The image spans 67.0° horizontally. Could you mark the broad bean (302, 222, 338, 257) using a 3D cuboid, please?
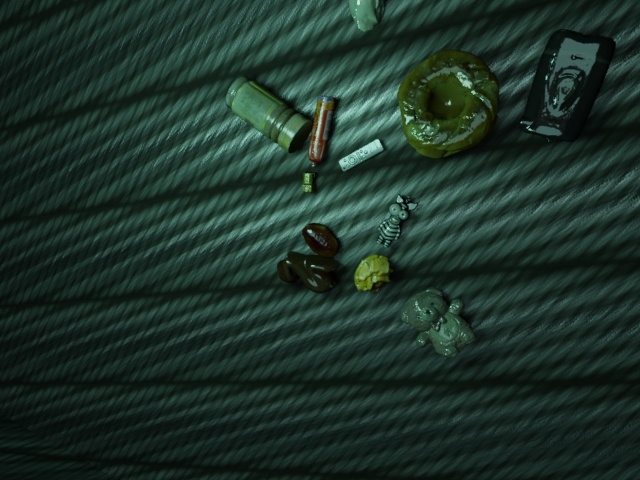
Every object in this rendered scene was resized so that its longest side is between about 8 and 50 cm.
[{"bbox_3d":[0.000,0.000,1.941,0.114,0.084,0.165,-34,96,37],"label":"broad bean"}]

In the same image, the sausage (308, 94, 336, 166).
[{"bbox_3d":[0.000,-0.416,1.860,0.074,0.074,0.273,15,106,15],"label":"sausage"}]

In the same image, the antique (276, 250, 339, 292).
[{"bbox_3d":[-0.058,0.131,1.968,0.257,0.121,0.143,11,113,8],"label":"antique"}]

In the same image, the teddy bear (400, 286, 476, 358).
[{"bbox_3d":[0.447,0.309,1.823,0.236,0.151,0.267,-41,89,0],"label":"teddy bear"}]

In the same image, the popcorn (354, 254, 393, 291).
[{"bbox_3d":[0.203,0.126,1.867,0.152,0.149,0.167,55,130,34],"label":"popcorn"}]

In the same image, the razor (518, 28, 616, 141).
[{"bbox_3d":[0.791,-0.496,1.565,0.205,0.113,0.348,20,108,14],"label":"razor"}]

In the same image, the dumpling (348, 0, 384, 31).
[{"bbox_3d":[0.168,-0.858,1.703,0.152,0.124,0.228,-12,105,-17],"label":"dumpling"}]

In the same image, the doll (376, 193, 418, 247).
[{"bbox_3d":[0.284,-0.073,1.840,0.091,0.067,0.219,31,107,14],"label":"doll"}]

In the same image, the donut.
[{"bbox_3d":[0.434,-0.459,1.663,0.361,0.170,0.360,2,96,19],"label":"donut"}]

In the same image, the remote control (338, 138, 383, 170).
[{"bbox_3d":[0.156,-0.326,1.853,0.184,0.027,0.049,-26,91,25],"label":"remote control"}]

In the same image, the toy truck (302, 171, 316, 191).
[{"bbox_3d":[-0.046,-0.230,1.921,0.049,0.054,0.083,8,104,16],"label":"toy truck"}]

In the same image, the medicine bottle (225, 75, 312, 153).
[{"bbox_3d":[-0.202,-0.488,1.867,0.322,0.151,0.151,37,109,8],"label":"medicine bottle"}]
